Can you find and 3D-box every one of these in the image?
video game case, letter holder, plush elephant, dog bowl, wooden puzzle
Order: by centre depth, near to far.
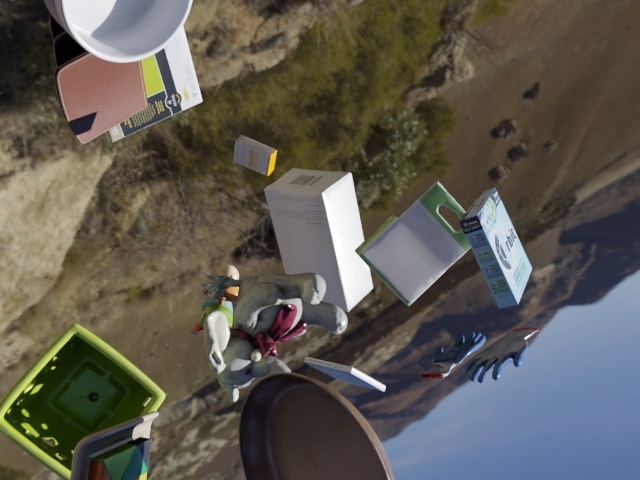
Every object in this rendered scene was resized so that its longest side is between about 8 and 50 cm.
[{"bbox_3d":[-0.304,0.384,0.951,0.044,0.238,0.221,10,176,11],"label":"wooden puzzle"},{"bbox_3d":[-0.375,-0.476,1.209,0.265,0.104,0.265,-31,145,-25],"label":"dog bowl"},{"bbox_3d":[-0.131,0.211,1.384,0.330,0.255,0.272,8,157,11],"label":"plush elephant"},{"bbox_3d":[-0.545,-0.392,1.511,0.214,0.152,0.302,-40,169,-21],"label":"letter holder"},{"bbox_3d":[0.080,0.434,2.107,0.193,0.023,0.212,4,156,40],"label":"video game case"}]

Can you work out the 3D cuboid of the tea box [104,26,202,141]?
[{"bbox_3d":[-0.574,-0.534,1.954,0.324,0.220,0.329,-30,141,-21],"label":"tea box"}]

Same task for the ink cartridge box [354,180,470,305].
[{"bbox_3d":[0.218,0.005,1.433,0.235,0.171,0.056,-44,-167,3],"label":"ink cartridge box"}]

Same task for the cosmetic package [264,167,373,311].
[{"bbox_3d":[0.000,0.000,1.882,0.217,0.385,0.156,9,-146,35],"label":"cosmetic package"}]

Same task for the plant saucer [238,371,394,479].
[{"bbox_3d":[-0.002,0.330,0.920,0.050,0.310,0.310,-15,160,-45],"label":"plant saucer"}]

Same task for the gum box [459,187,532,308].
[{"bbox_3d":[0.334,0.011,1.225,0.041,0.184,0.157,-21,-169,34],"label":"gum box"}]

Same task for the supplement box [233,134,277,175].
[{"bbox_3d":[-0.159,-0.206,1.571,0.036,0.098,0.062,-56,166,-45],"label":"supplement box"}]

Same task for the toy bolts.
[{"bbox_3d":[-0.221,0.170,1.673,0.218,0.158,0.228,21,157,-22],"label":"toy bolts"}]

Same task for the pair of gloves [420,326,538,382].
[{"bbox_3d":[0.260,0.191,1.079,0.198,0.023,0.159,-17,-171,46],"label":"pair of gloves"}]

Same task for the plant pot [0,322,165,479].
[{"bbox_3d":[-0.458,0.313,1.266,0.227,0.228,0.207,-51,-174,-15],"label":"plant pot"}]
